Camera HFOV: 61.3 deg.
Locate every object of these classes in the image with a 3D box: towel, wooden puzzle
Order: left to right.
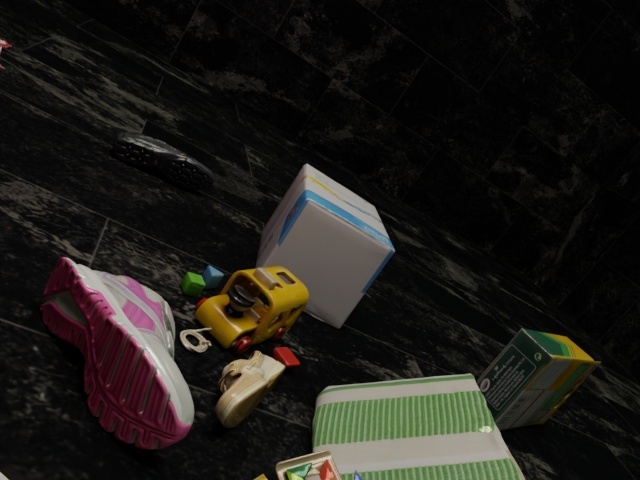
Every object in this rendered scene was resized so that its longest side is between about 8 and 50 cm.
[{"bbox_3d":[-0.008,0.265,0.580,0.116,0.014,0.079,-11,43,-26],"label":"wooden puzzle"},{"bbox_3d":[0.112,0.274,0.639,0.247,0.038,0.325,-4,23,-1],"label":"towel"}]

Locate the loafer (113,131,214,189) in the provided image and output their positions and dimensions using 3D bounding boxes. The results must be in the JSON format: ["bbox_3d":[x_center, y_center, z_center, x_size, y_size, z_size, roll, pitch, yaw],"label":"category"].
[{"bbox_3d":[-0.336,-0.178,1.174,0.223,0.076,0.078,22,28,-25],"label":"loafer"}]

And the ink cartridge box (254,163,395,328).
[{"bbox_3d":[0.000,0.000,1.108,0.197,0.198,0.270,30,18,-13],"label":"ink cartridge box"}]

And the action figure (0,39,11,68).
[{"bbox_3d":[-0.731,-0.387,0.936,0.275,0.248,0.370,-5,-15,24],"label":"action figure"}]

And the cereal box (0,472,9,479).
[{"bbox_3d":[-0.292,0.187,0.286,0.173,0.047,0.240,37,16,8],"label":"cereal box"}]

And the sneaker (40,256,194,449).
[{"bbox_3d":[-0.199,0.109,0.587,0.252,0.103,0.111,45,21,31],"label":"sneaker"}]

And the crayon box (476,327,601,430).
[{"bbox_3d":[0.443,0.294,1.128,0.322,0.203,0.083,17,23,-47],"label":"crayon box"}]

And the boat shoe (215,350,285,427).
[{"bbox_3d":[-0.098,0.178,0.672,0.059,0.063,0.170,34,7,10],"label":"boat shoe"}]

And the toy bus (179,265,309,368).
[{"bbox_3d":[-0.102,0.092,0.816,0.190,0.104,0.202,26,18,-24],"label":"toy bus"}]
